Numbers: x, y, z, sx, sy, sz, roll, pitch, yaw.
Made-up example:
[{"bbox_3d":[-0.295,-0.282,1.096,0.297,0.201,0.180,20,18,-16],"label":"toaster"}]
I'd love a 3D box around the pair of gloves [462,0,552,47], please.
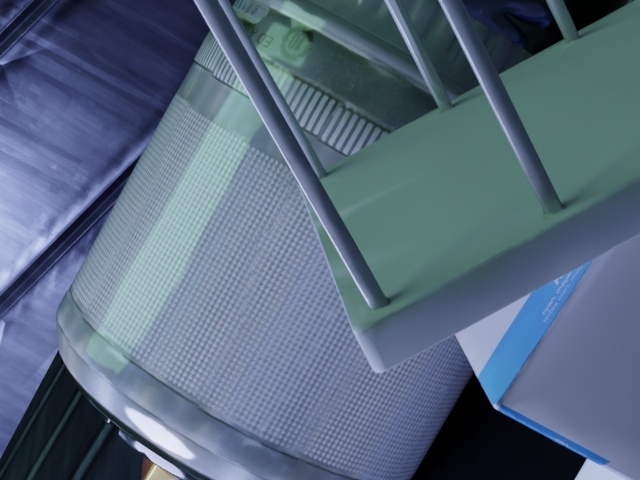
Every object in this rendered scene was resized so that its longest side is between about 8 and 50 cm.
[{"bbox_3d":[0.077,-0.126,0.857,0.198,0.159,0.023,-56,47,21],"label":"pair of gloves"}]

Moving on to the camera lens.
[{"bbox_3d":[0.000,0.000,0.718,0.274,0.219,0.219,-61,14,6],"label":"camera lens"}]

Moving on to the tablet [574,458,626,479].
[{"bbox_3d":[0.108,0.123,0.541,0.083,0.006,0.054,-60,13,6],"label":"tablet"}]

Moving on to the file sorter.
[{"bbox_3d":[0.091,-0.119,0.471,0.277,0.173,0.193,-28,18,2],"label":"file sorter"}]

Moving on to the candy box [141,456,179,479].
[{"bbox_3d":[-0.097,0.136,1.172,0.187,0.053,0.109,-60,14,16],"label":"candy box"}]

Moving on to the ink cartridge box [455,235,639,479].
[{"bbox_3d":[0.114,0.023,0.527,0.090,0.092,0.143,-59,15,13],"label":"ink cartridge box"}]
